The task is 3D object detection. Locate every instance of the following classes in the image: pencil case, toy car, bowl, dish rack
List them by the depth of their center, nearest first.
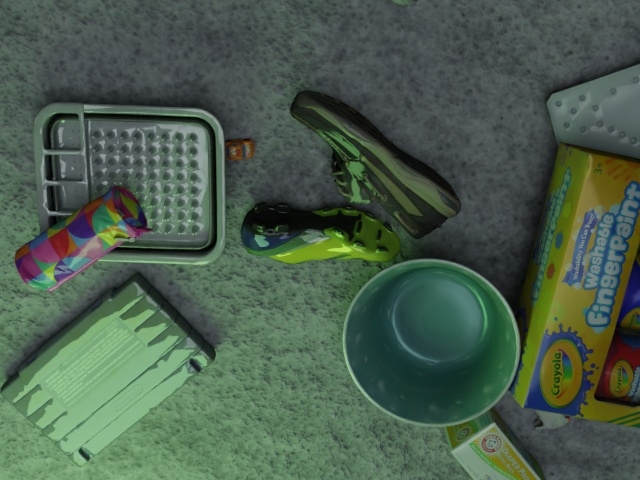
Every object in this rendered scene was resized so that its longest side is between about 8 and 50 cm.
[{"bbox_3d":[-0.407,0.000,1.718,0.236,0.104,0.104,-30,107,16],"label":"pencil case"},{"bbox_3d":[-0.326,-0.103,1.766,0.333,0.072,0.285,2,108,4],"label":"dish rack"},{"bbox_3d":[-0.155,-0.124,1.793,0.060,0.040,0.122,13,107,-6],"label":"toy car"},{"bbox_3d":[0.207,0.161,1.815,0.312,0.163,0.311,4,106,13],"label":"bowl"}]

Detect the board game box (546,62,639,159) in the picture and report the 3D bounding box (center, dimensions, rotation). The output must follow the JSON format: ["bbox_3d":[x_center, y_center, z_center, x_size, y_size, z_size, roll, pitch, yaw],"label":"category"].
[{"bbox_3d":[0.636,-0.144,1.804,0.390,0.050,0.390,-19,109,5],"label":"board game box"}]

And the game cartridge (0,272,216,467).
[{"bbox_3d":[-0.403,0.245,1.903,0.355,0.068,0.230,-38,102,11],"label":"game cartridge"}]

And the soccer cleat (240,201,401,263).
[{"bbox_3d":[0.000,-0.001,1.823,0.289,0.093,0.121,8,143,-3],"label":"soccer cleat"}]

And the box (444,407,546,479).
[{"bbox_3d":[0.342,0.424,1.954,0.103,0.114,0.203,-37,105,10],"label":"box"}]

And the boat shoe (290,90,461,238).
[{"bbox_3d":[0.081,-0.121,1.754,0.355,0.132,0.130,36,106,-12],"label":"boat shoe"}]

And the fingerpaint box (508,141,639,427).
[{"bbox_3d":[0.551,0.089,1.733,0.371,0.163,0.444,12,101,-8],"label":"fingerpaint box"}]

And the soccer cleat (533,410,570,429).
[{"bbox_3d":[0.424,0.284,1.936,0.076,0.068,0.196,-17,111,7],"label":"soccer cleat"}]

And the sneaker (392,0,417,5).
[{"bbox_3d":[0.053,-0.500,1.649,0.305,0.152,0.114,41,65,-31],"label":"sneaker"}]
